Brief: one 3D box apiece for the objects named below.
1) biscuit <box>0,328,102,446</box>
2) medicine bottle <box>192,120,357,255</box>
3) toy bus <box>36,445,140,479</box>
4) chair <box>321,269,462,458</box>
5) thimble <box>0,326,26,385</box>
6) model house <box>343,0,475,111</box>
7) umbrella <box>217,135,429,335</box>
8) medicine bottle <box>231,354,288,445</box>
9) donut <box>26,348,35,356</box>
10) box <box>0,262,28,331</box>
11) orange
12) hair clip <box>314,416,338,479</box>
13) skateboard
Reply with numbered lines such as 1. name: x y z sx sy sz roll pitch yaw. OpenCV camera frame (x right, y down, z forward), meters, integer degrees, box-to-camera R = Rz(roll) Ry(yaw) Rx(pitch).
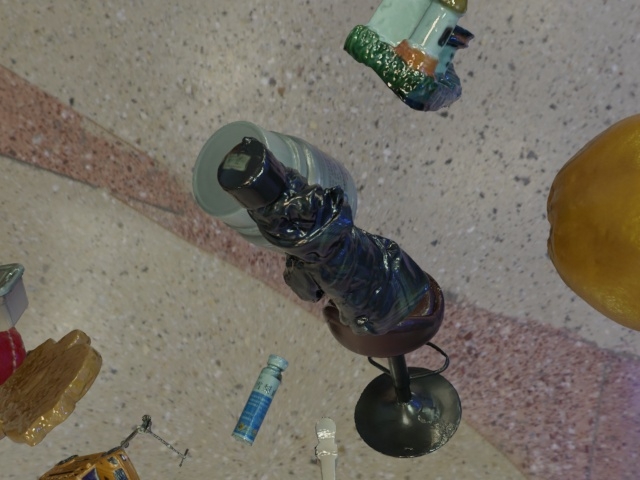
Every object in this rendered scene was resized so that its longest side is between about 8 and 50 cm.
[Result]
1. biscuit: -0.261 0.138 0.706 0.027 0.184 0.133 52 48 -22
2. medicine bottle: -0.092 -0.103 1.557 0.245 0.306 0.245 -12 69 33
3. toy bus: -0.366 0.386 1.166 0.088 0.194 0.083 -29 96 -52
4. chair: 0.140 0.209 1.404 0.226 0.401 0.227 -9 42 8
5. thimble: -0.661 0.228 1.416 0.189 0.125 0.163 20 94 34
6. model house: 0.195 -0.384 1.249 0.184 0.253 0.291 35 111 19
7. umbrella: -0.002 0.000 0.523 0.080 0.224 0.071 -46 52 2
8. medicine bottle: -0.127 0.336 1.577 0.051 0.051 0.191 24 67 3
9. donut: -0.602 0.295 1.573 0.140 0.059 0.141 5 100 29
10. box: -0.441 0.080 0.954 0.122 0.089 0.062 -9 113 1
11. orange: 0.230 -0.014 0.524 0.136 0.159 0.159 2 72 17
12. hair clip: 0.014 0.367 1.049 0.034 0.072 0.226 -3 47 -3
13. skateboard: -0.229 0.288 1.032 0.083 0.032 0.064 39 115 -12
